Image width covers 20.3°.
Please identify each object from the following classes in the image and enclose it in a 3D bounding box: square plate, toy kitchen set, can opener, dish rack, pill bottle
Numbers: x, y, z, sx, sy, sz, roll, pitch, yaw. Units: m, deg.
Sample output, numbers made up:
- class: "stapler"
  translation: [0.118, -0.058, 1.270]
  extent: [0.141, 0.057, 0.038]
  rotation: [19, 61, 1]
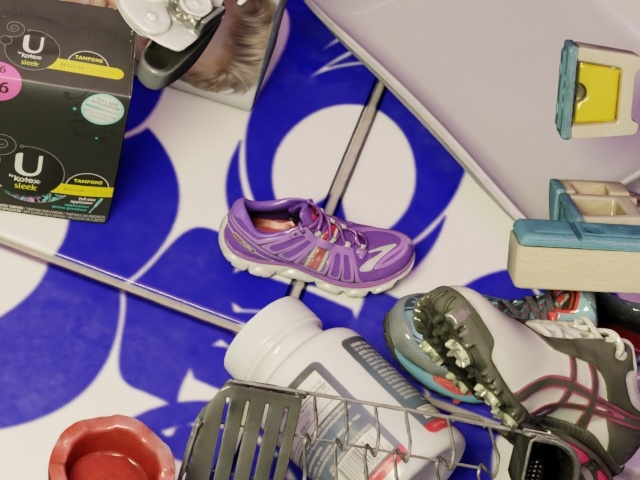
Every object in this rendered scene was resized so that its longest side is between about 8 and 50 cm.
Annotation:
- class: "square plate"
  translation: [0.210, -0.174, 1.726]
  extent: [0.347, 0.049, 0.344]
  rotation: [-27, 62, -32]
- class: "toy kitchen set"
  translation: [0.212, -0.066, 1.464]
  extent: [0.122, 0.166, 0.207]
  rotation: [2, 16, -3]
- class: "can opener"
  translation: [-0.065, -0.234, 1.468]
  extent: [0.074, 0.093, 0.280]
  rotation: [41, 58, 7]
- class: "dish rack"
  translation: [0.030, 0.208, 1.267]
  extent: [0.272, 0.208, 0.074]
  rotation: [11, 10, -6]
- class: "pill bottle"
  translation: [0.014, 0.131, 1.380]
  extent: [0.108, 0.108, 0.180]
  rotation: [-31, 65, -34]

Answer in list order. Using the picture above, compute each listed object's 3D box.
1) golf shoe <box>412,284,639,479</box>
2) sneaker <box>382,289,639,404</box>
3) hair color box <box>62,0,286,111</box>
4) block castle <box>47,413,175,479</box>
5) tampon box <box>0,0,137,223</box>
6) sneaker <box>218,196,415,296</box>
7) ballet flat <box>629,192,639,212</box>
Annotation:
- class: "golf shoe"
  translation: [0.166, 0.093, 1.357]
  extent: [0.120, 0.273, 0.105]
  rotation: [-48, 44, -3]
- class: "sneaker"
  translation: [0.184, 0.067, 1.467]
  extent: [0.262, 0.125, 0.104]
  rotation: [8, 49, -9]
- class: "hair color box"
  translation: [-0.199, -0.256, 1.599]
  extent: [0.347, 0.174, 0.105]
  rotation: [17, 50, -1]
- class: "block castle"
  translation: [-0.135, 0.346, 1.091]
  extent: [0.303, 0.213, 0.453]
  rotation: [-22, 60, -29]
- class: "tampon box"
  translation: [-0.221, -0.108, 1.478]
  extent: [0.120, 0.161, 0.101]
  rotation: [7, 50, -9]
- class: "sneaker"
  translation: [0.000, 0.000, 1.509]
  extent: [0.170, 0.071, 0.068]
  rotation: [7, 50, -11]
- class: "ballet flat"
  translation: [0.328, 0.030, 1.575]
  extent: [0.206, 0.067, 0.073]
  rotation: [36, 50, 15]
